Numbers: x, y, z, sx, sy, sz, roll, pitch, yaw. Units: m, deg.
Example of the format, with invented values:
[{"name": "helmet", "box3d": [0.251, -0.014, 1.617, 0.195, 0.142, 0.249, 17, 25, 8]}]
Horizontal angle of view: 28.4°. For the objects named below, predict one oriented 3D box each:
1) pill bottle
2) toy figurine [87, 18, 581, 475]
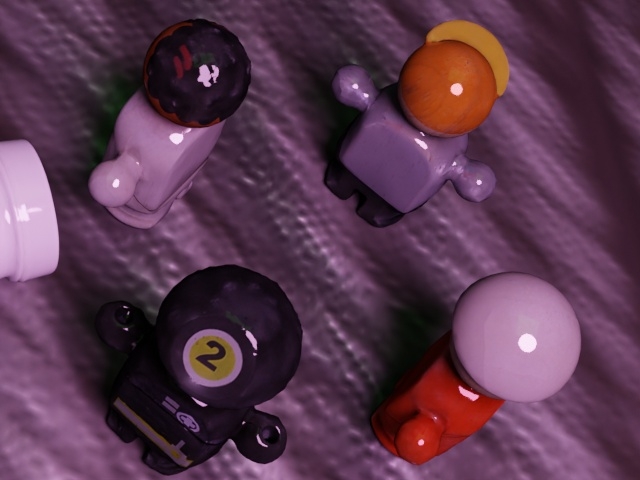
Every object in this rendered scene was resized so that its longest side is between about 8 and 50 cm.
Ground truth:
[{"name": "pill bottle", "box3d": [-0.197, 0.000, 0.552, 0.152, 0.086, 0.086, -14, 71, -26]}, {"name": "toy figurine", "box3d": [0.000, 0.000, 0.593, 0.213, 0.148, 0.209, 3, 64, -20]}]
